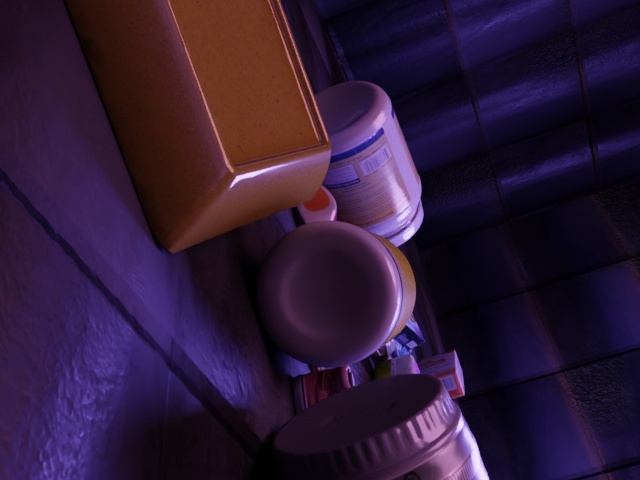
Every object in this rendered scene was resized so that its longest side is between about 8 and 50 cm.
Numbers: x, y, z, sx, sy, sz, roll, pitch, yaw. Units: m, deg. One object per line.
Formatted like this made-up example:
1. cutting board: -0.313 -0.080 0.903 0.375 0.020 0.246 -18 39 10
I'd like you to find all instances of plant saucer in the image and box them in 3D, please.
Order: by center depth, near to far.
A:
1. plant saucer: -0.105 -0.185 0.827 0.333 0.081 0.332 -27 98 -61

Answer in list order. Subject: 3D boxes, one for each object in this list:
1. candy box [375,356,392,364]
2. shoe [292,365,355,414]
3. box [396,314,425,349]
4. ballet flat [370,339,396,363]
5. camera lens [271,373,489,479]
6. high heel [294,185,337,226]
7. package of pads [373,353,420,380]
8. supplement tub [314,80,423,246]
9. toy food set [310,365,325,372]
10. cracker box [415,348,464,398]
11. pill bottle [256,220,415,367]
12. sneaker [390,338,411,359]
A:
1. candy box: 0.129 0.237 1.667 0.105 0.027 0.205 -65 135 -72
2. shoe: 0.018 0.245 0.950 0.063 0.081 0.178 56 18 -53
3. box: 0.147 0.138 1.701 0.233 0.044 0.159 42 20 -46
4. ballet flat: 0.099 0.174 1.531 0.068 0.072 0.213 -58 132 -37
5. camera lens: 0.085 0.310 0.801 0.219 0.219 0.274 -41 111 -78
6. high heel: 0.000 0.000 1.381 0.244 0.082 0.117 61 -27 28
7. package of pads: 0.183 0.388 1.472 0.296 0.101 0.229 -66 135 -74
8. supplement tub: 0.081 -0.148 1.558 0.228 0.228 0.316 -96 163 -51
9. toy food set: 0.010 0.223 1.113 0.078 0.019 0.122 21 51 -76
10. cracker box: 0.276 0.350 1.858 0.232 0.156 0.067 -24 94 -80
11. pill bottle: 0.040 0.075 1.073 0.334 0.188 0.187 12 59 -77
12. sneaker: 0.183 0.254 1.780 0.063 0.073 0.162 -82 151 -67
